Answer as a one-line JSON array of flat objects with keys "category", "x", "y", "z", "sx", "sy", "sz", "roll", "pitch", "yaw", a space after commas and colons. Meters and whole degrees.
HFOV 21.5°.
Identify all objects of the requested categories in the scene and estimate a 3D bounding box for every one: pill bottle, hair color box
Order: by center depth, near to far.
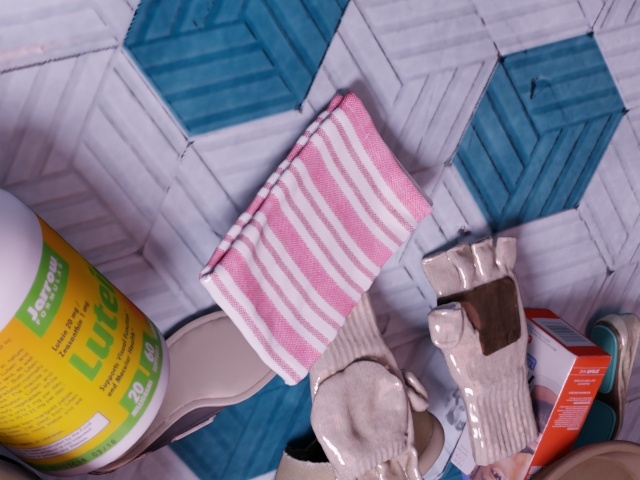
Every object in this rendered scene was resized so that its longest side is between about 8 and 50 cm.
[{"category": "pill bottle", "x": -0.221, "y": 0.048, "z": 1.140, "sx": 0.136, "sy": 0.136, "sz": 0.245, "roll": -46, "pitch": 135, "yaw": -4}, {"category": "hair color box", "x": 0.192, "y": 0.157, "z": 1.558, "sx": 0.053, "sy": 0.093, "sz": 0.167, "roll": 3, "pitch": 115, "yaw": -39}]

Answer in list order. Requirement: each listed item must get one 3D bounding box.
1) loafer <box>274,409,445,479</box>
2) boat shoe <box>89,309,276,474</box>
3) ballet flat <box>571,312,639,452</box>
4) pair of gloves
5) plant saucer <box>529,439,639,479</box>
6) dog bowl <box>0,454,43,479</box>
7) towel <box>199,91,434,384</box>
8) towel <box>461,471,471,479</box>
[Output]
[{"category": "loafer", "x": -0.007, "y": 0.225, "z": 1.451, "sx": 0.268, "sy": 0.102, "sz": 0.092, "roll": -48, "pitch": 120, "yaw": -22}, {"category": "boat shoe", "x": -0.115, "y": 0.118, "z": 1.337, "sx": 0.206, "sy": 0.075, "sz": 0.065, "roll": -32, "pitch": 175, "yaw": -25}, {"category": "ballet flat", "x": 0.284, "y": 0.146, "z": 1.651, "sx": 0.052, "sy": 0.057, "sz": 0.168, "roll": -18, "pitch": 128, "yaw": -40}, {"category": "pair of gloves", "x": 0.089, "y": 0.109, "z": 1.429, "sx": 0.240, "sy": 0.042, "sz": 0.204, "roll": -13, "pitch": 97, "yaw": -34}, {"category": "plant saucer", "x": 0.234, "y": 0.313, "z": 1.561, "sx": 0.278, "sy": 0.041, "sz": 0.277, "roll": -13, "pitch": 111, "yaw": -37}, {"category": "dog bowl", "x": -0.319, "y": 0.308, "z": 1.191, "sx": 0.408, "sy": 0.150, "sz": 0.408, "roll": -27, "pitch": 138, "yaw": -27}, {"category": "towel", "x": 0.000, "y": 0.000, "z": 1.318, "sx": 0.197, "sy": 0.029, "sz": 0.144, "roll": -53, "pitch": 131, "yaw": -17}, {"category": "towel", "x": 0.246, "y": 0.384, "z": 1.661, "sx": 0.243, "sy": 0.040, "sz": 0.336, "roll": 1, "pitch": 78, "yaw": -37}]
